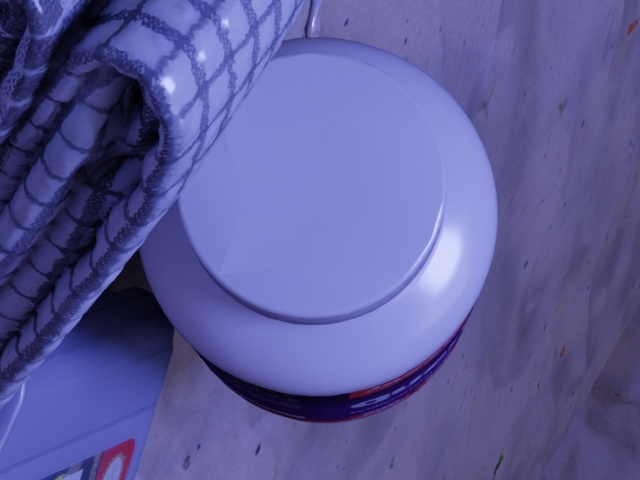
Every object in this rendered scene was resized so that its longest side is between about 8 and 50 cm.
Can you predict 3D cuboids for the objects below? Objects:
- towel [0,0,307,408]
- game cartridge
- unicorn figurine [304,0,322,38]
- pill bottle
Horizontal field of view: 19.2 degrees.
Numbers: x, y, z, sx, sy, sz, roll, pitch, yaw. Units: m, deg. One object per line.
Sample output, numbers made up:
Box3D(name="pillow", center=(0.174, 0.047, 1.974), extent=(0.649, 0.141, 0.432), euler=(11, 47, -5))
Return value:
Box3D(name="towel", center=(-0.096, -0.075, 0.729), extent=(0.284, 0.121, 0.235), euler=(-45, -168, 48))
Box3D(name="game cartridge", center=(-0.177, 0.176, 1.034), extent=(0.196, 0.060, 0.294), euler=(-14, 126, -63))
Box3D(name="unicorn figurine", center=(-0.034, -0.130, 1.072), extent=(0.111, 0.060, 0.162), euler=(89, 14, -51))
Box3D(name="pill bottle", center=(0.000, 0.000, 1.013), extent=(0.323, 0.181, 0.182), euler=(81, 34, -81))
